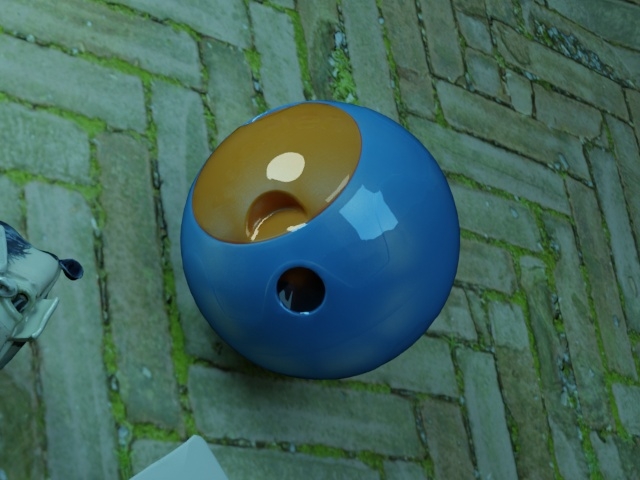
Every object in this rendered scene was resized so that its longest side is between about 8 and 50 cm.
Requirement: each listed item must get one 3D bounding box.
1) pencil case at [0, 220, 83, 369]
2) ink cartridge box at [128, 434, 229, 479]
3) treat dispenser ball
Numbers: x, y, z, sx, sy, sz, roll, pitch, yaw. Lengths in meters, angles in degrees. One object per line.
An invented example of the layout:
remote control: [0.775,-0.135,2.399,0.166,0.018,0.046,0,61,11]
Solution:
pencil case: [-0.391,-0.049,0.997,0.410,0.183,0.160,44,44,-16]
ink cartridge box: [-0.113,0.375,1.079,0.207,0.119,0.354,-28,90,-48]
treat dispenser ball: [0.000,0.000,1.276,0.288,0.288,0.288,23,53,-35]
